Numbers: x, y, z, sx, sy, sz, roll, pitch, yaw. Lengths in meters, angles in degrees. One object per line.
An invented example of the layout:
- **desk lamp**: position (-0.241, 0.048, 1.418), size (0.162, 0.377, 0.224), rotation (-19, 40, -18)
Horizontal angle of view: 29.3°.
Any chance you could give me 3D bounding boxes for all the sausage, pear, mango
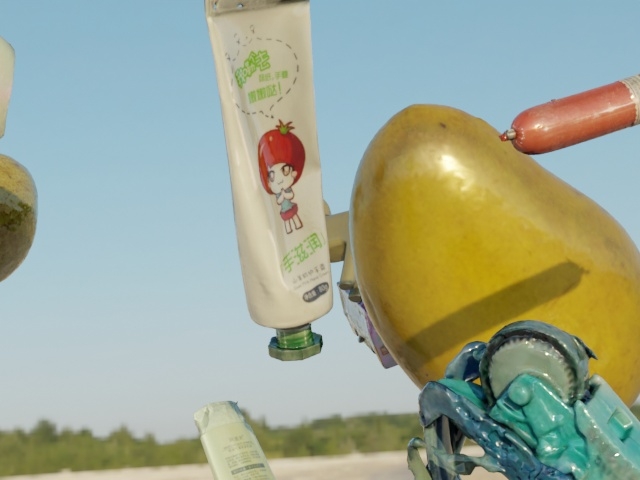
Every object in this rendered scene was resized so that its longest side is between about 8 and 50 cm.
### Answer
- **sausage**: position (0.229, -0.100, 0.794), size (0.253, 0.034, 0.034), rotation (-19, -6, -15)
- **pear**: position (-0.523, -0.025, 1.768), size (0.211, 0.188, 0.228), rotation (-13, -42, -50)
- **mango**: position (0.198, 0.041, 1.366), size (0.301, 0.445, 0.220), rotation (-26, 25, 14)

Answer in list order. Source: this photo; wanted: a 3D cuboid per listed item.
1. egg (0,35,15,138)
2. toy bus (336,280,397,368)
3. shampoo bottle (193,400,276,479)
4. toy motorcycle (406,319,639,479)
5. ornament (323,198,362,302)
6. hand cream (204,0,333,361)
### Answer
- **egg**: position (-0.458, -0.131, 1.248), size (0.271, 0.162, 0.206), rotation (-27, -46, 18)
- **toy bus**: position (0.097, 0.122, 1.988), size (0.090, 0.112, 0.274), rotation (-26, 12, -6)
- **shampoo bottle**: position (-0.082, 0.282, 1.390), size (0.072, 0.212, 0.049), rotation (-7, -33, -31)
- **toy motorcycle**: position (0.193, 0.200, 1.019), size (0.206, 0.260, 0.154), rotation (-44, -7, 29)
- **ornament**: position (0.000, 0.000, 2.010), size (0.230, 0.245, 0.061), rotation (-10, -45, 35)
- **hand cream**: position (-0.038, -0.056, 1.082), size (0.076, 0.336, 0.121), rotation (11, 24, 40)
